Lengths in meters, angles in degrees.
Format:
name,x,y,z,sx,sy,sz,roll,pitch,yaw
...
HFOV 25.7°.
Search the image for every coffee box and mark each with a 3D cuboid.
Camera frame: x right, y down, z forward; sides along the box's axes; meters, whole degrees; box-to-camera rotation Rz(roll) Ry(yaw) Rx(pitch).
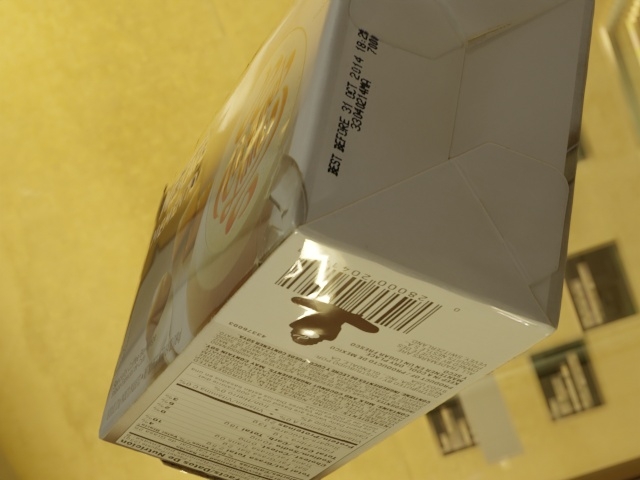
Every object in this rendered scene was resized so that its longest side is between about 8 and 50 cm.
name,x,y,z,sx,sy,sz,roll,pitch,yaw
coffee box,0.000,0.000,0.564,0.246,0.098,0.141,135,152,-59
